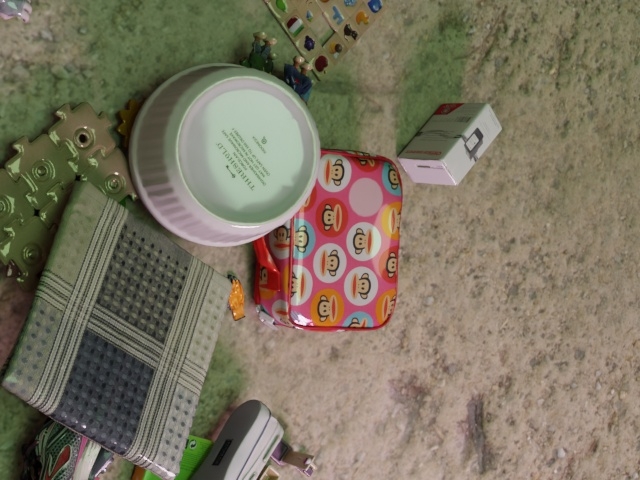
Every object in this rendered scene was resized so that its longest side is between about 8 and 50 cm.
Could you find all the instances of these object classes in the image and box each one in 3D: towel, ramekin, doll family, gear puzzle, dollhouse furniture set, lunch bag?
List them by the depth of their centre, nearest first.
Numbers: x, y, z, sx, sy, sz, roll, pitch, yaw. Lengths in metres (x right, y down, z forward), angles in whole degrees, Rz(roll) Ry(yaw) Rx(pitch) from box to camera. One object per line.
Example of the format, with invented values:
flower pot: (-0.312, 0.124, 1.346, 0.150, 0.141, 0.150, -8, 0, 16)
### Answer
towel: (-0.272, 0.123, 1.656, 0.312, 0.056, 0.324, 38, 54, -34)
gear puzzle: (-0.344, -0.094, 1.681, 0.339, 0.044, 0.175, -46, 116, -30)
ramekin: (-0.123, -0.124, 1.710, 0.273, 0.127, 0.272, 0, 91, -25)
doll family: (-0.066, -0.230, 1.866, 0.193, 0.076, 0.111, 27, 64, -35)
lunch bag: (0.000, 0.000, 1.901, 0.258, 0.120, 0.293, 4, 91, -38)
dollhouse furniture set: (-0.049, 0.384, 1.906, 0.091, 0.081, 0.114, 48, 64, -29)

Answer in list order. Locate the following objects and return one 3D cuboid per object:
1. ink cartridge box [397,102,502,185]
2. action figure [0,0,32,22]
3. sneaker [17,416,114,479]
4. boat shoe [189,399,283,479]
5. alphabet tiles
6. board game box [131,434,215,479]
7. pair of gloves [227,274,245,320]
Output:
ink cartridge box: (0.221, -0.166, 2.072, 0.150, 0.109, 0.063, -50, 123, -25)
action figure: (-0.472, -0.376, 1.406, 0.248, 0.275, 0.370, -13, 73, -20)
sneaker: (-0.365, 0.320, 1.640, 0.112, 0.121, 0.299, 36, 56, -17)
boat shoe: (-0.134, 0.362, 1.792, 0.084, 0.095, 0.258, 48, 64, -28)
alphabet tiles: (0.015, -0.411, 1.963, 0.237, 0.009, 0.198, -51, 120, -25)
board game box: (-0.236, 0.413, 1.790, 0.124, 0.039, 0.259, 24, 75, -38)
pair of gloves: (-0.152, 0.095, 1.856, 0.083, 0.010, 0.074, -17, 103, -36)
